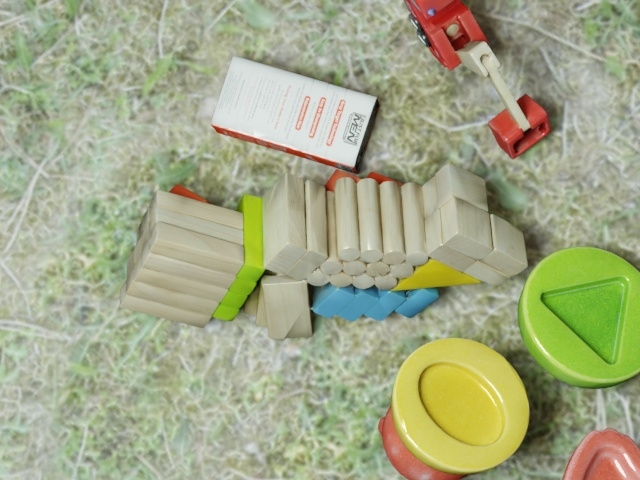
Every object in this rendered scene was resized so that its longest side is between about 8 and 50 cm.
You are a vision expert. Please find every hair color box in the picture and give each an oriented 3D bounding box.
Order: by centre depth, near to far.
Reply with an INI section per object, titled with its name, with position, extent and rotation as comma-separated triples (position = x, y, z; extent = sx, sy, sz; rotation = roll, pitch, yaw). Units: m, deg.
[hair color box]
position = -0.023, -0.116, 1.719
extent = 0.141, 0.043, 0.072
rotation = 18, 84, 9

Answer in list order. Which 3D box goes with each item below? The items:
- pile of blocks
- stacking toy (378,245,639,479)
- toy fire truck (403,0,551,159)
[pile of blocks]
position = 0.000, 0.000, 1.679
extent = 0.362, 0.149, 0.112
rotation = -1, 50, -1
[stacking toy]
position = 0.225, 0.176, 1.649
extent = 0.309, 0.130, 0.279
rotation = 42, 62, 7
[toy fire truck]
position = 0.133, -0.171, 1.664
extent = 0.047, 0.192, 0.135
rotation = -36, 52, -1
